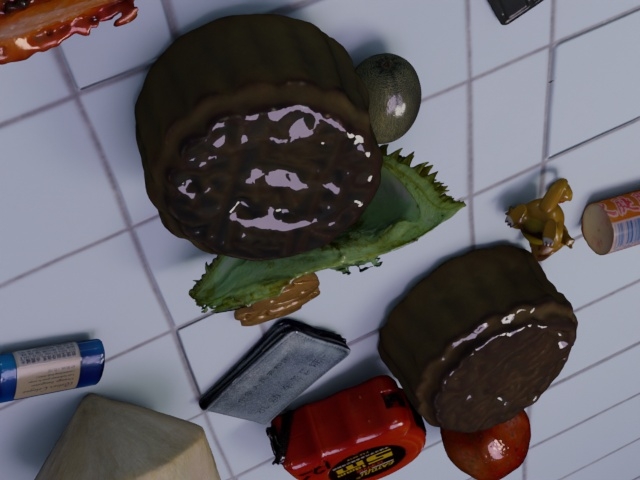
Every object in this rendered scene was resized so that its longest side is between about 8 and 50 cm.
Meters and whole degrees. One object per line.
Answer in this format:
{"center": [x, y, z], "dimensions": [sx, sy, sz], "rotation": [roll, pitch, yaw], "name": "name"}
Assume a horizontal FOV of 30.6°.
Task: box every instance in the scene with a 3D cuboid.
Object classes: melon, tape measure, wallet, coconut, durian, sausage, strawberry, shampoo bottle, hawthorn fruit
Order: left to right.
{"center": [-0.390, 0.181, 1.602], "dimensions": [0.183, 0.050, 0.087], "rotation": [-8, 142, -29], "name": "shampoo bottle"}
{"center": [-0.273, -0.243, 1.165], "dimensions": [0.188, 0.082, 0.121], "rotation": [-22, 164, -29], "name": "strawberry"}
{"center": [-0.286, 0.378, 1.734], "dimensions": [0.329, 0.329, 0.329], "rotation": [-20, 143, -16], "name": "coconut"}
{"center": [-0.071, 0.216, 1.891], "dimensions": [0.222, 0.036, 0.167], "rotation": [-44, 143, 18], "name": "wallet"}
{"center": [0.004, 0.006, 1.549], "dimensions": [0.394, 0.198, 0.163], "rotation": [-22, 139, 10], "name": "durian"}
{"center": [0.056, 0.346, 2.058], "dimensions": [0.253, 0.114, 0.260], "rotation": [-23, 150, 7], "name": "tape measure"}
{"center": [0.078, -0.177, 1.475], "dimensions": [0.098, 0.098, 0.130], "rotation": [-18, 144, -18], "name": "melon"}
{"center": [0.304, 0.359, 2.233], "dimensions": [0.179, 0.179, 0.200], "rotation": [-38, 128, 9], "name": "hawthorn fruit"}
{"center": [0.599, -0.056, 2.009], "dimensions": [0.312, 0.093, 0.093], "rotation": [-15, 142, -21], "name": "sausage"}

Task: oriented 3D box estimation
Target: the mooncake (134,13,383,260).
{"center": [-0.070, -0.106, 1.360], "dimensions": [0.290, 0.161, 0.290], "rotation": [-8, 136, -8], "name": "mooncake"}

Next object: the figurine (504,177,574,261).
{"center": [0.368, -0.037, 1.878], "dimensions": [0.122, 0.121, 0.176], "rotation": [-60, 158, -6], "name": "figurine"}

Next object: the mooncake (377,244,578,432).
{"center": [0.270, 0.174, 1.964], "dimensions": [0.324, 0.187, 0.324], "rotation": [-19, 140, -17], "name": "mooncake"}

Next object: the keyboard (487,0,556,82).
{"center": [0.248, -0.340, 1.462], "dimensions": [0.103, 0.041, 0.381], "rotation": [-34, 138, 5], "name": "keyboard"}

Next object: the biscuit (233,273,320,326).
{"center": [-0.056, 0.086, 1.702], "dimensions": [0.133, 0.027, 0.184], "rotation": [-11, 162, -30], "name": "biscuit"}
